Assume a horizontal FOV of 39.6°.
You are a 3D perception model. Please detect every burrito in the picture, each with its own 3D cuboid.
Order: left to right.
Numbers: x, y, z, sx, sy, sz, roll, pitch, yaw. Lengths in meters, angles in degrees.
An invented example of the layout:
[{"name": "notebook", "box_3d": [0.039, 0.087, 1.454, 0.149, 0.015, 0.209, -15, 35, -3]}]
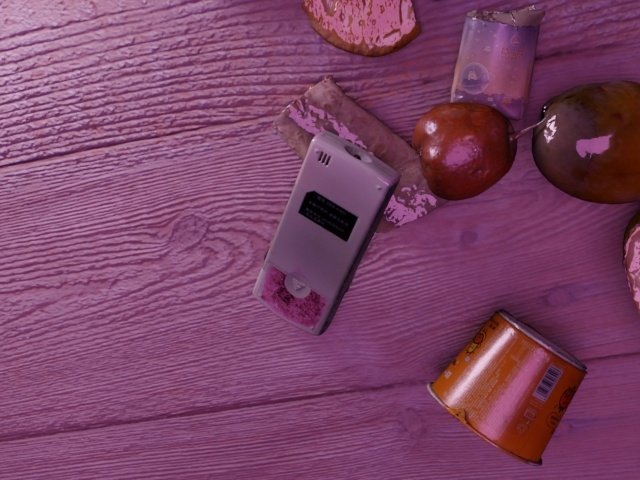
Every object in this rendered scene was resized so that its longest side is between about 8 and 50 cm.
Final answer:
[{"name": "burrito", "box_3d": [0.066, -0.123, 1.399, 0.299, 0.105, 0.143, 42, 101, 0]}]

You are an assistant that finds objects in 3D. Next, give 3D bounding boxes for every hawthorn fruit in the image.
[{"name": "hawthorn fruit", "box_3d": [0.227, -0.128, 1.308, 0.189, 0.149, 0.149, 10, 104, 11]}]

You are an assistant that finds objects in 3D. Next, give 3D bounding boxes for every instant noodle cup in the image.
[{"name": "instant noodle cup", "box_3d": [0.300, 0.222, 1.391, 0.216, 0.216, 0.172, 33, 96, 1]}]

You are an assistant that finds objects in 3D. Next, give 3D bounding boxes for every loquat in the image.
[{"name": "loquat", "box_3d": [0.418, -0.142, 1.296, 0.227, 0.179, 0.179, -5, 102, -7]}]

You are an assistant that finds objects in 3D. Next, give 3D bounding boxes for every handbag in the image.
[{"name": "handbag", "box_3d": [0.266, -0.274, 1.343, 0.117, 0.095, 0.173, 10, 111, 7]}]

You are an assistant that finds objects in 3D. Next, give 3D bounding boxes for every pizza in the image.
[{"name": "pizza", "box_3d": [0.055, -0.413, 1.370, 0.181, 0.034, 0.262, -6, 102, 10]}]

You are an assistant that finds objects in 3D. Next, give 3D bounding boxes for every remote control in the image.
[{"name": "remote control", "box_3d": [0.000, 0.000, 1.397, 0.145, 0.050, 0.344, 32, 128, 10]}]

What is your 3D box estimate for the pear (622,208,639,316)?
[{"name": "pear", "box_3d": [0.643, 0.050, 1.289, 0.386, 0.191, 0.340, 40, 111, 11]}]
